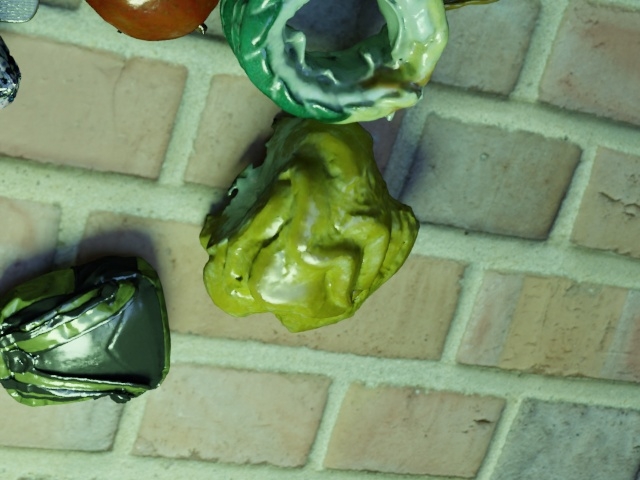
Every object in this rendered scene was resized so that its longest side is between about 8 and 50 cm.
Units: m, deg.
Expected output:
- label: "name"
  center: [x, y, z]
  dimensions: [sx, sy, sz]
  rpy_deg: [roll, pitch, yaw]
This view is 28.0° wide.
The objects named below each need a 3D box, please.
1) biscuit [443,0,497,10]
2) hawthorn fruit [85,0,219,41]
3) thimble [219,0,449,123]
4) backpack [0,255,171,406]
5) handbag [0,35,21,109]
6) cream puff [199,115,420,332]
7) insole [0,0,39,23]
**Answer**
- label: "biscuit"
  center: [0.146, -0.476, 1.732]
  dimensions: [0.329, 0.078, 0.335]
  rpy_deg: [10, 109, -22]
- label: "hawthorn fruit"
  center: [-0.205, -0.328, 1.601]
  dimensions: [0.185, 0.185, 0.202]
  rpy_deg: [-41, 131, 0]
- label: "thimble"
  center: [0.020, -0.280, 1.647]
  dimensions: [0.288, 0.167, 0.254]
  rpy_deg: [32, 108, -33]
- label: "backpack"
  center: [-0.334, 0.135, 1.777]
  dimensions: [0.253, 0.140, 0.207]
  rpy_deg: [-13, 115, -14]
- label: "handbag"
  center: [-0.498, -0.223, 1.557]
  dimensions: [0.207, 0.127, 0.229]
  rpy_deg: [-32, 110, 5]
- label: "cream puff"
  center: [0.005, -0.004, 1.774]
  dimensions: [0.269, 0.274, 0.323]
  rpy_deg: [31, 102, -20]
- label: "insole"
  center: [-0.478, -0.308, 1.602]
  dimensions: [0.253, 0.005, 0.086]
  rpy_deg: [-2, 114, -20]
